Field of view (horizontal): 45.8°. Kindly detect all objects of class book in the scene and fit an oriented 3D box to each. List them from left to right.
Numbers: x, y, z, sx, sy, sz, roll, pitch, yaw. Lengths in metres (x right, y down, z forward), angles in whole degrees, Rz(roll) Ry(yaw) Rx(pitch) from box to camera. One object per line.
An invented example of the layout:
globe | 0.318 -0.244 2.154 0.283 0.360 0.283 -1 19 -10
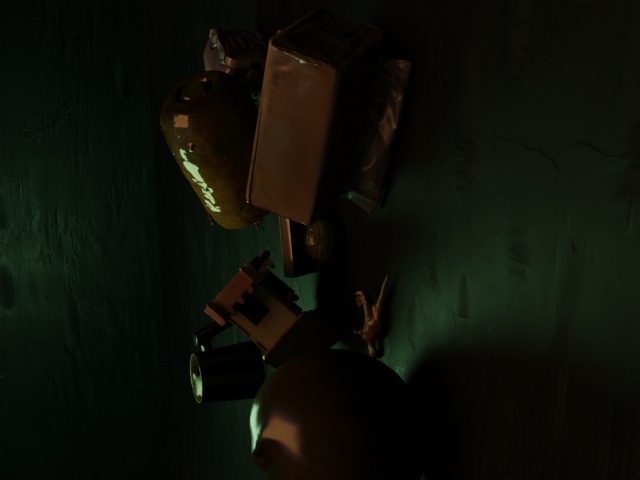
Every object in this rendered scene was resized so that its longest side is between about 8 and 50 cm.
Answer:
book | -0.046 -0.043 1.572 0.161 0.026 0.230 -8 -87 -70

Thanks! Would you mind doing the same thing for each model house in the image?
model house | -0.082 0.160 1.571 0.244 0.169 0.326 43 176 4

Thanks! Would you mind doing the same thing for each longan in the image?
longan | 0.026 0.328 1.256 0.319 0.319 0.318 174 90 -68

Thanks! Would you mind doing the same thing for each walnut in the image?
walnut | 0.000 0.000 1.530 0.092 0.092 0.092 174 90 -68

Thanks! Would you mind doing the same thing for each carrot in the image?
carrot | -0.220 -0.209 1.730 0.224 0.224 0.340 57 174 49

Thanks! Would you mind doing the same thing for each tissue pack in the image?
tissue pack | 0.024 -0.198 1.290 0.238 0.239 0.305 -120 33 -46

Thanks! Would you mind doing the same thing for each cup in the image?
cup | -0.278 0.347 2.167 0.166 0.177 0.239 117 141 -55

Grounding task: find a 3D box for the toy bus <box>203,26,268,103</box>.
toy bus | -0.192 -0.420 1.823 0.202 0.142 0.142 -120 38 -47

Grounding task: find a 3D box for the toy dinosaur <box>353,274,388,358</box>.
toy dinosaur | 0.103 0.145 1.375 0.162 0.039 0.126 -39 69 58

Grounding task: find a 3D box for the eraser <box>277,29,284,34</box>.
eraser | -0.073 -0.415 1.675 0.105 0.026 0.065 -117 33 -42
